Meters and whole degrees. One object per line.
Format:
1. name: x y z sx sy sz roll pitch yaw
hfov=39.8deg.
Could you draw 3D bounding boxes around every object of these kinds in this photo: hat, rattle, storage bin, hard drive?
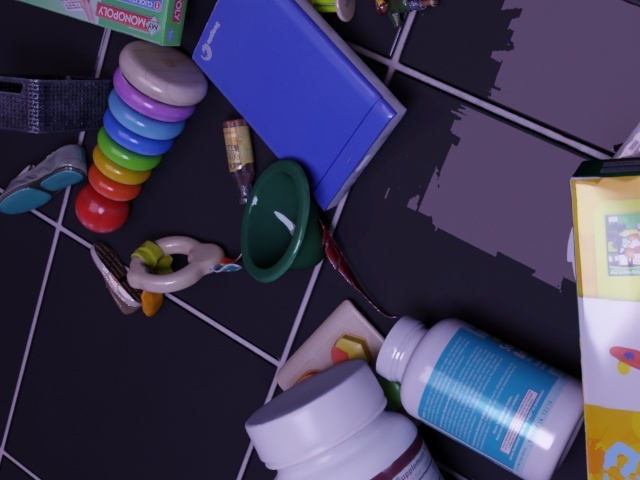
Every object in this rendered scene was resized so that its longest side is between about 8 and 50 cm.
1. hat: 0.000 0.000 1.315 0.173 0.183 0.209 -7 73 54
2. rattle: -0.198 0.070 1.412 0.199 0.130 0.143 -3 110 3
3. storage bin: -0.433 -0.222 1.424 0.122 0.180 0.084 10 103 27
4. hard drive: -0.041 -0.225 1.255 0.319 0.040 0.210 49 135 13

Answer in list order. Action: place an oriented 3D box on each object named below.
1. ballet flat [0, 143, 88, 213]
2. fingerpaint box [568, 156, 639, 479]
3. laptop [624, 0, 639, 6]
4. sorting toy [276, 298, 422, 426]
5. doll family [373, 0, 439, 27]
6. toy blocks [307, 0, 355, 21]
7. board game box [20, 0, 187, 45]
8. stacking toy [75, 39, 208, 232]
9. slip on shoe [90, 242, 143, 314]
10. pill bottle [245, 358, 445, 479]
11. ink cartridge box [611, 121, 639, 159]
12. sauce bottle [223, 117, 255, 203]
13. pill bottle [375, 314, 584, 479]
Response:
1. ballet flat: -0.485 -0.109 1.549 0.213 0.072 0.068 -22 61 30
2. fingerpaint box: 0.507 0.090 0.931 0.444 0.163 0.371 -3 101 22
3. laptop: 0.343 -0.397 0.985 0.264 0.136 0.234 29 112 22
4. sorting toy: 0.047 0.222 1.317 0.208 0.038 0.193 48 118 14
5. doll family: 0.087 -0.383 1.172 0.111 0.076 0.193 -2 93 34
6. toy blocks: -0.027 -0.367 1.245 0.148 0.054 0.123 6 104 30
7. board game box: -0.327 -0.434 1.329 0.317 0.046 0.214 22 111 26
8. stacking toy: -0.301 -0.146 1.408 0.141 0.141 0.330 42 123 16
9. slip on shoe: -0.352 0.066 1.507 0.041 0.051 0.135 -41 86 26
10. pill bottle: 0.071 0.376 1.201 0.224 0.224 0.392 -28 92 30
11. ink cartridge box: 0.420 -0.113 1.038 0.099 0.056 0.135 40 115 16
12. sauce bottle: -0.120 -0.121 1.347 0.042 0.042 0.128 -6 96 30
13. pill bottle: 0.207 0.196 1.160 0.264 0.146 0.146 27 111 22
